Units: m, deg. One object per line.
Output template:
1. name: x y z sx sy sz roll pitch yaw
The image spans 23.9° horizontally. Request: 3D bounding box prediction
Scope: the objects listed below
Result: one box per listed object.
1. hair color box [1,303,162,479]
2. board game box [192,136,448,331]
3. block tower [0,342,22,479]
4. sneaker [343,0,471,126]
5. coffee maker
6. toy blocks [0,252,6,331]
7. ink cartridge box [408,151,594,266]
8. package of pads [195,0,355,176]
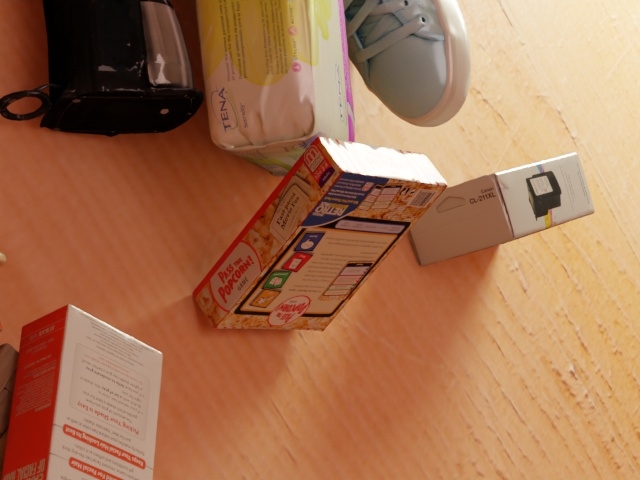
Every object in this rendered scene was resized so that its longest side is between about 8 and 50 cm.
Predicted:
1. hair color box: -0.161 0.139 1.019 0.093 0.053 0.167 34 44 -39
2. board game box: 0.000 0.000 1.314 0.146 0.193 0.045 6 42 -49
3. block tower: -0.271 0.100 1.032 0.335 0.097 0.091 47 43 -22
4. sneaker: 0.019 -0.274 1.517 0.150 0.135 0.366 -11 71 -50
5. coffee maker: -0.186 -0.187 1.237 0.171 0.120 0.178 7 68 -47
6. toy blocks: -0.252 0.038 0.965 0.123 0.054 0.148 -2 74 -49
7. ink cartridge box: 0.188 -0.033 1.600 0.175 0.127 0.072 -16 89 -50
8. package of pads: -0.040 -0.214 1.331 0.229 0.101 0.297 14 70 -79
